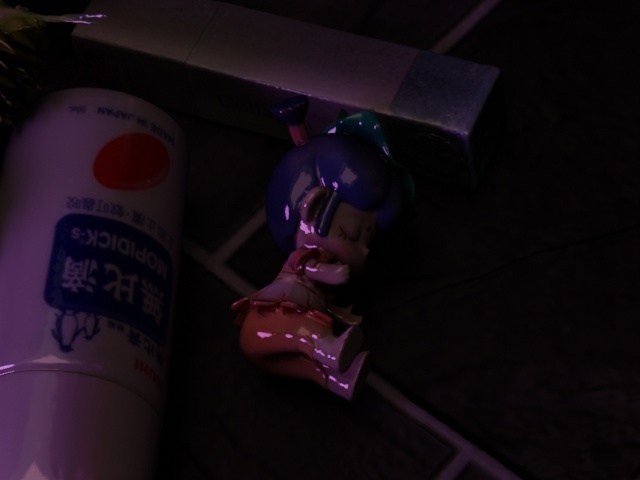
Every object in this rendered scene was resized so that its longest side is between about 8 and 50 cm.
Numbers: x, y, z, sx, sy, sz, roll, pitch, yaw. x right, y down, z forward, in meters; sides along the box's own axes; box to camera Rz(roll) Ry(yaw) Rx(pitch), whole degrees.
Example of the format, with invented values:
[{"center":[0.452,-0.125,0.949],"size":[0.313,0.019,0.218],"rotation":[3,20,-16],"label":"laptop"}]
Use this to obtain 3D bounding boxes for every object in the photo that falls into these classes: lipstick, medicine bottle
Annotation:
[{"center":[-0.025,-0.117,1.298],"size":[0.317,0.066,0.068],"rotation":[16,60,20],"label":"lipstick"},{"center":[-0.161,0.070,1.150],"size":[0.130,0.130,0.341],"rotation":[-2,55,9],"label":"medicine bottle"}]

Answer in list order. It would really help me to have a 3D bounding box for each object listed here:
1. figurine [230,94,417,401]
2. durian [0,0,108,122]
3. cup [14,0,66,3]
[{"center":[0.000,0.000,1.182],"size":[0.102,0.111,0.195],"rotation":[11,60,16],"label":"figurine"},{"center":[-0.307,-0.139,1.257],"size":[0.169,0.157,0.355],"rotation":[-55,33,-9],"label":"durian"},{"center":[-0.173,-0.314,1.379],"size":[0.196,0.196,0.280],"rotation":[28,48,26],"label":"cup"}]
